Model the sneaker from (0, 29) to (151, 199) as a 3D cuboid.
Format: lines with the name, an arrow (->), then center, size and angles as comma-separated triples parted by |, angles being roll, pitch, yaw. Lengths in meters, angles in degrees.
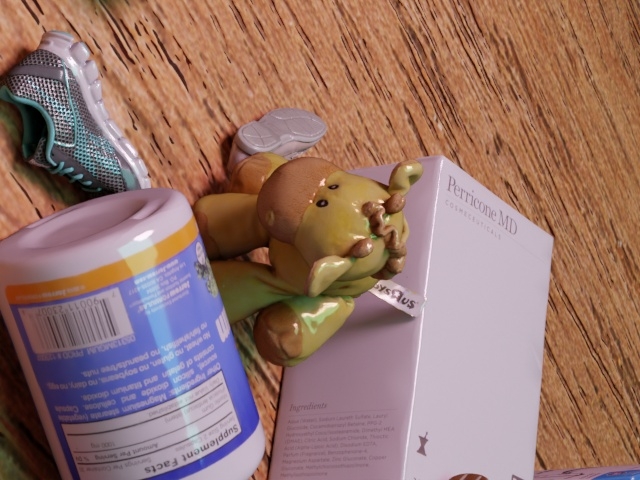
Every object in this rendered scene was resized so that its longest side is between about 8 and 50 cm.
sneaker -> -0.187, -0.069, 1.216 | 0.076, 0.065, 0.166 | -40, 115, -32

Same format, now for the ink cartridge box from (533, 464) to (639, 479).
ink cartridge box -> 0.261, 0.280, 1.675 | 0.148, 0.203, 0.086 | 0, 83, -56

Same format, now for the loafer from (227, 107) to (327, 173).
loafer -> -0.042, -0.087, 1.443 | 0.045, 0.039, 0.125 | 42, 31, 17

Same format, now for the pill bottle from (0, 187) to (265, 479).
pill bottle -> -0.127, 0.112, 1.177 | 0.152, 0.152, 0.272 | -38, 116, -51

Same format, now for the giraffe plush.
giraffe plush -> 0.000, 0.000, 1.292 | 0.170, 0.210, 0.181 | 117, -17, -72

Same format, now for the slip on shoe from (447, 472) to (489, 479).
slip on shoe -> 0.097, 0.230, 1.318 | 0.135, 0.051, 0.041 | -26, 117, -58

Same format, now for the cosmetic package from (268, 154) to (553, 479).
cosmetic package -> 0.084, 0.141, 1.479 | 0.217, 0.156, 0.385 | 29, 63, -48
